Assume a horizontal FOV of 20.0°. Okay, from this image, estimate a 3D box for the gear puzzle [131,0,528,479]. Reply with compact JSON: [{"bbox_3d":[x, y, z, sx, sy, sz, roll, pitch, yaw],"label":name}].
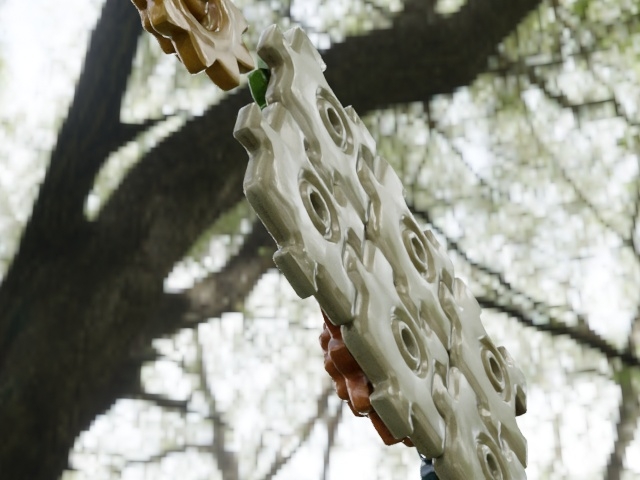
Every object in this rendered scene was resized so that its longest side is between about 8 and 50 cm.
[{"bbox_3d":[0.000,0.000,0.819,0.044,0.175,0.339,-25,-64,20],"label":"gear puzzle"}]
